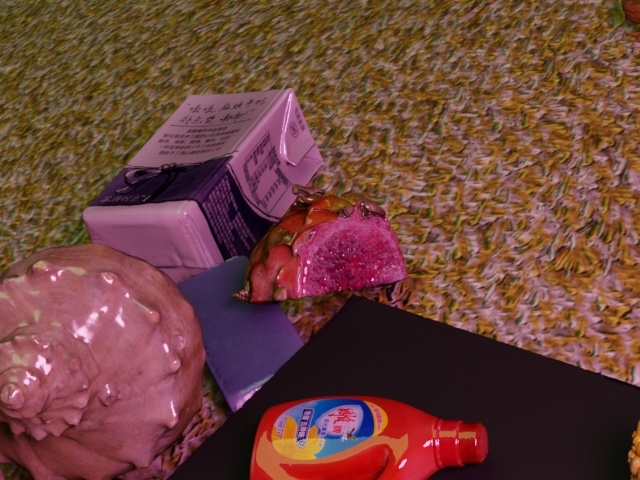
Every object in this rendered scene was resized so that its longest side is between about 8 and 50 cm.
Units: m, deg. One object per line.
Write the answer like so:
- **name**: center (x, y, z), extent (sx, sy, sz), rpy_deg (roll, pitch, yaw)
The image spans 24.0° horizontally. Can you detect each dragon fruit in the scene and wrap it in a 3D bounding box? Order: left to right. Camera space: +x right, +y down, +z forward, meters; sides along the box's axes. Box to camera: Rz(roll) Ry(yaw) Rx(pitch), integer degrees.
- **dragon fruit**: center (0.000, 0.000, 1.271), extent (0.147, 0.096, 0.102), rpy_deg (-10, 8, -29)

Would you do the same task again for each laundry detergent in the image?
- **laundry detergent**: center (0.036, 0.151, 1.063), extent (0.165, 0.049, 0.097), rpy_deg (-5, 45, 19)

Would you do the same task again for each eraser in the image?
- **eraser**: center (-0.063, 0.086, 1.293), extent (0.082, 0.036, 0.225), rpy_deg (-28, 31, -7)

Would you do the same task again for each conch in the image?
- **conch**: center (-0.211, 0.106, 1.216), extent (0.263, 0.186, 0.324), rpy_deg (-1, -8, 11)

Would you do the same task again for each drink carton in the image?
- **drink carton**: center (-0.112, -0.054, 1.484), extent (0.134, 0.102, 0.222), rpy_deg (-3, 37, 35)

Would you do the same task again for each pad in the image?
- **pad**: center (0.083, 0.159, 1.077), extent (0.367, 0.007, 0.247), rpy_deg (16, 49, 40)

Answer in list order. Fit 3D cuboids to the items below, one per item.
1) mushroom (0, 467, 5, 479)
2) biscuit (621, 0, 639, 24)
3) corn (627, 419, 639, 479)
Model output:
- **mushroom**: center (-0.338, 0.220, 1.119), extent (0.255, 0.255, 0.184), rpy_deg (5, 5, 40)
- **biscuit**: center (0.446, -0.297, 1.528), extent (0.197, 0.049, 0.301), rpy_deg (10, 44, 37)
- **corn**: center (0.272, 0.178, 0.877), extent (0.081, 0.081, 0.248), rpy_deg (-32, 33, -13)
